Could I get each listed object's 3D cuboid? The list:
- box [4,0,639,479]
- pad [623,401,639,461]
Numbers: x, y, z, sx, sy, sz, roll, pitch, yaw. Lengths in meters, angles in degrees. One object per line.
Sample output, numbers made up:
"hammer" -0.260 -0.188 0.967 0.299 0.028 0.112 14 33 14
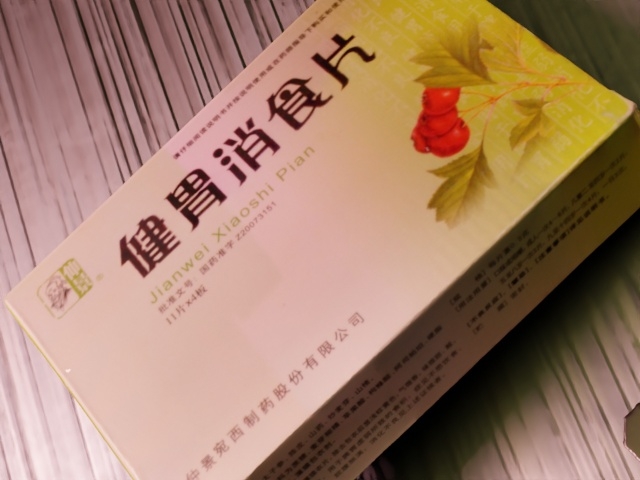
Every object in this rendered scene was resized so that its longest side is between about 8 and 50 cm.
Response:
"box" 0.001 0.000 0.681 0.260 0.062 0.175 -44 51 -1
"pad" 0.208 0.095 0.610 0.112 0.003 0.157 -45 59 9
